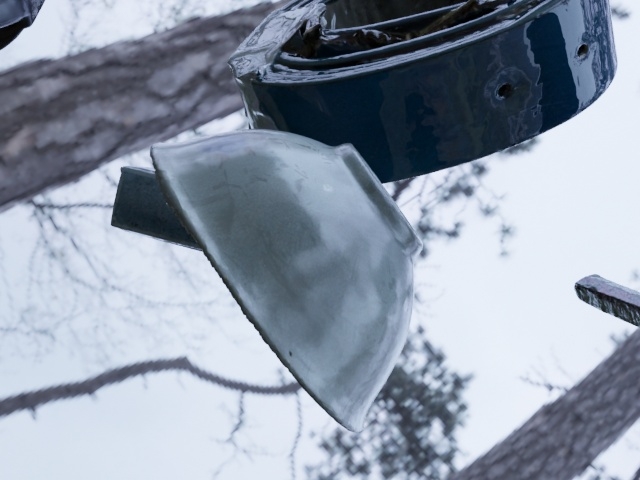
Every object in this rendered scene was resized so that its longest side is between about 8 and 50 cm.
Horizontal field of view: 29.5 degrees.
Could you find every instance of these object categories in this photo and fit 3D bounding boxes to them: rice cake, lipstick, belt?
[{"bbox_3d":[0.342,0.072,1.362,0.208,0.033,0.033,-148,-145,-73],"label":"rice cake"},{"bbox_3d":[-0.073,-0.013,1.285,0.290,0.076,0.077,14,-87,12],"label":"lipstick"},{"bbox_3d":[0.118,-0.210,1.392,0.437,0.300,0.173,-14,-58,1],"label":"belt"}]

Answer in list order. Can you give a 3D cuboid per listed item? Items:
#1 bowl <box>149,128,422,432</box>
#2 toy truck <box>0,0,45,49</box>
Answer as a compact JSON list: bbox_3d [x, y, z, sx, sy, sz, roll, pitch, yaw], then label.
[{"bbox_3d":[0.000,0.000,1.064,0.146,0.313,0.313,-37,-94,5],"label":"bowl"},{"bbox_3d":[-0.160,-0.197,0.481,0.147,0.165,0.224,-6,-51,-2],"label":"toy truck"}]
